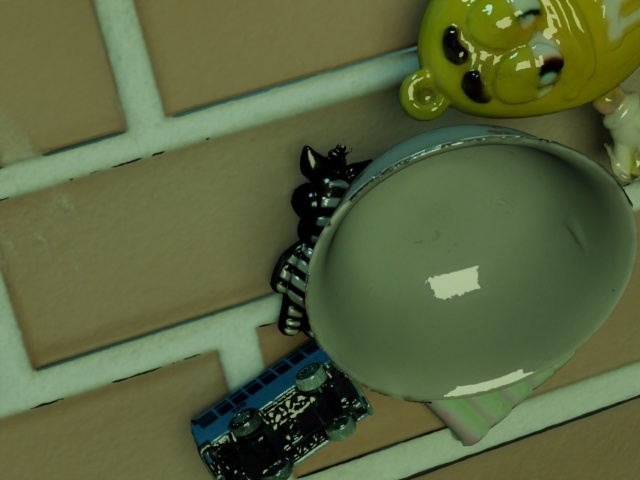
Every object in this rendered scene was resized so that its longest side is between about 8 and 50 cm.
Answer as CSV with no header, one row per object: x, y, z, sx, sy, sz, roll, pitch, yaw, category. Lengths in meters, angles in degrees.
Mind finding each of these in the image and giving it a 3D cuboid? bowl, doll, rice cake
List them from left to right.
0.000,0.000,1.381,0.091,0.067,0.219,8,104,-20,doll
0.140,-0.007,1.323,0.346,0.157,0.345,-6,129,-7,bowl
0.172,0.125,1.466,0.189,0.037,0.198,-41,108,-5,rice cake
0.302,-0.259,1.367,0.348,0.161,0.423,26,87,-22,doll

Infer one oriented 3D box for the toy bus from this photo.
-0.048,0.196,1.385,0.185,0.106,0.090,-33,111,-12,toy bus
